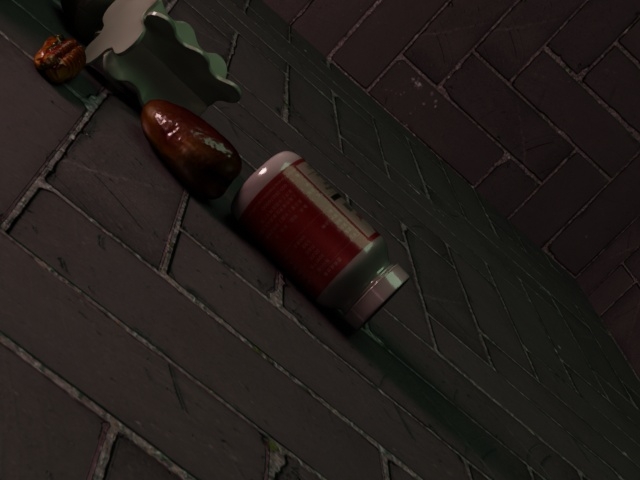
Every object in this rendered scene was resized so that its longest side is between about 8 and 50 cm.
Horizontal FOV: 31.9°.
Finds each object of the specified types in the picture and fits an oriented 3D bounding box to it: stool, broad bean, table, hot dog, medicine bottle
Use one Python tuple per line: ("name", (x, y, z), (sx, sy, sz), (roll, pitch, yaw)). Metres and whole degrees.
("stool", (-0.349, -0.360, 1.736), (0.096, 0.096, 0.110), (28, 15, -47))
("broad bean", (-0.183, -0.133, 1.551), (0.165, 0.084, 0.114), (43, -4, 27))
("table", (-0.225, -0.257, 1.662), (0.198, 0.166, 0.166), (43, 12, -35))
("hot dog", (-0.348, -0.246, 1.504), (0.062, 0.038, 0.144), (41, 14, -11))
("medicine bottle", (0.000, 0.000, 1.556), (0.250, 0.131, 0.131), (44, 14, 7))
